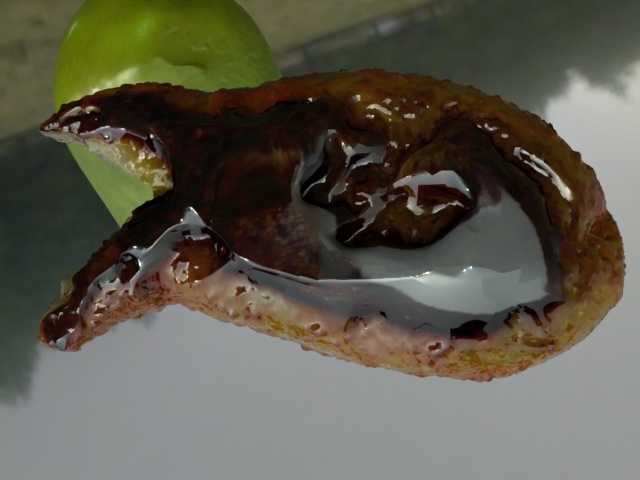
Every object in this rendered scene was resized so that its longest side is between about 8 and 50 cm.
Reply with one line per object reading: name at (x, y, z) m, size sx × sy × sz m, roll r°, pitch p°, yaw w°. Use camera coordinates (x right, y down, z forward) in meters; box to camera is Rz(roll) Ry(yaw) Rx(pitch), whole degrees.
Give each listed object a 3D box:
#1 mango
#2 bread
mango at (-0.113, -0.096, 1.448) m, size 0.185 × 0.273 × 0.149 m, roll -36°, pitch -156°, yaw -15°
bread at (0.004, -0.008, 0.789) m, size 0.269 × 0.139 × 0.095 m, roll 2°, pitch 166°, yaw 11°
